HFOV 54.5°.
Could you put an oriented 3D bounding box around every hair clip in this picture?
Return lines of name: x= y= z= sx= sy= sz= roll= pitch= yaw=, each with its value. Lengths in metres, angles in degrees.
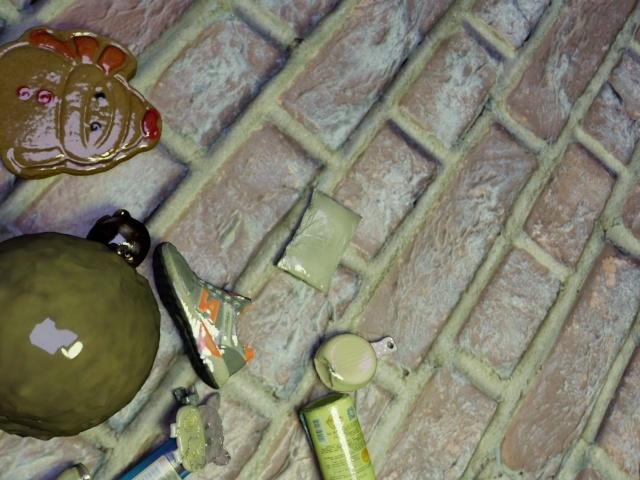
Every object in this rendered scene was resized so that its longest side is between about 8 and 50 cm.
hair clip: x=-0.262 y=0.398 z=1.317 sx=0.146 sy=0.056 sz=0.187 roll=1 pitch=65 yaw=-55

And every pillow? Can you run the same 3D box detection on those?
pillow: x=0.000 y=0.000 z=1.506 sx=0.148 sy=0.050 sz=0.229 roll=34 pitch=71 yaw=-19

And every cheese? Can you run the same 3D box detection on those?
cheese: x=0.094 y=0.275 z=1.474 sx=0.227 sy=0.064 sz=0.137 roll=-14 pitch=70 yaw=-34

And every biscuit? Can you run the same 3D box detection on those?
biscuit: x=-0.537 y=-0.293 z=1.353 sx=0.381 sy=0.074 sz=0.358 roll=10 pitch=79 yaw=-15

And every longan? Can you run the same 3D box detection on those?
longan: x=-0.481 y=0.173 z=1.114 sx=0.391 sy=0.391 sz=0.391 roll=4 pitch=79 yaw=-20

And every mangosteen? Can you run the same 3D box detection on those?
mangosteen: x=-0.433 y=-0.002 z=1.313 sx=0.137 sy=0.137 sz=0.151 roll=-18 pitch=53 yaw=-22

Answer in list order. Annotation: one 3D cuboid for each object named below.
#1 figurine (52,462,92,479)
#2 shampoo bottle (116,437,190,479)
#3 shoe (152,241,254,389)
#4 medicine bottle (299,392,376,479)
figurine: x=-0.591 y=0.545 z=1.120 sx=0.381 sy=0.203 sz=0.248 roll=-21 pitch=95 yaw=-34
shampoo bottle: x=-0.355 y=0.498 z=1.282 sx=0.183 sy=0.050 sz=0.087 roll=-36 pitch=96 yaw=-23
shoe: x=-0.235 y=0.140 z=1.355 sx=0.171 sy=0.132 sz=0.336 roll=-25 pitch=91 yaw=-27
medicine bottle: x=0.046 y=0.473 z=1.400 sx=0.124 sy=0.124 sz=0.238 roll=-16 pitch=87 yaw=-22
